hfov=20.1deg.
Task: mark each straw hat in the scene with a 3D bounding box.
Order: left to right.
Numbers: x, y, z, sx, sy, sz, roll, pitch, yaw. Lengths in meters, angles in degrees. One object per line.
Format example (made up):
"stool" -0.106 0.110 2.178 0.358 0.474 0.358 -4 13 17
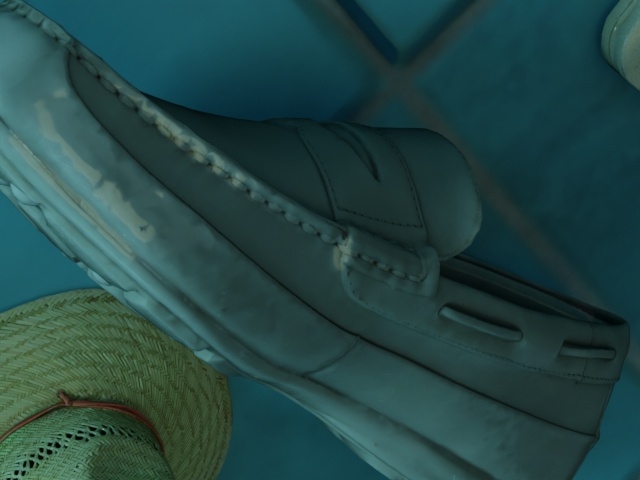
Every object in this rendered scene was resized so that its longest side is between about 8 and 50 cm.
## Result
"straw hat" -0.089 0.092 0.664 0.144 0.061 0.144 -11 118 -21

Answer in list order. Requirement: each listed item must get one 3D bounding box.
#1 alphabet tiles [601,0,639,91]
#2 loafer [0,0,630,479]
"alphabet tiles" 0.236 -0.155 0.722 0.278 0.021 0.284 31 99 -35
"loafer" 0.000 0.000 0.638 0.111 0.112 0.319 -53 133 0
